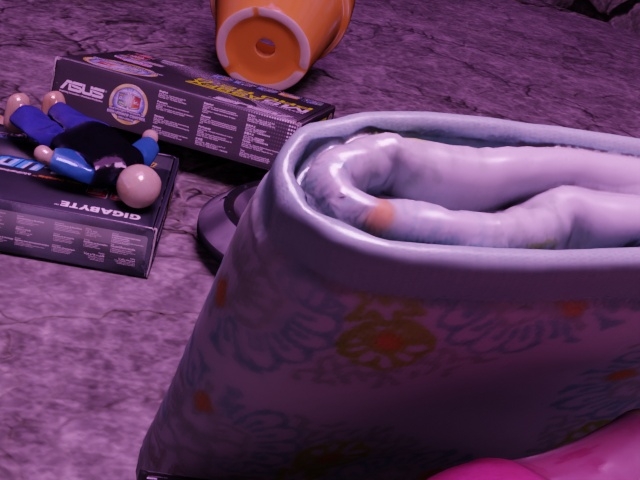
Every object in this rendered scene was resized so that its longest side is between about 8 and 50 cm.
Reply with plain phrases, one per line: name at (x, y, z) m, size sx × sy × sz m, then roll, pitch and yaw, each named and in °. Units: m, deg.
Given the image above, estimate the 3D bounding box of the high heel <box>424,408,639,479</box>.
high heel at (0.151, 0.247, 0.399) m, size 0.181 × 0.127 × 0.377 m, roll -18°, pitch 57°, yaw -27°

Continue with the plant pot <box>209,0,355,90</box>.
plant pot at (-0.063, -0.304, 1.496) m, size 0.205 × 0.205 × 0.188 m, roll 12°, pitch 40°, yaw 0°

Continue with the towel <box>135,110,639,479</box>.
towel at (0.112, 0.075, 0.586) m, size 0.375 × 0.320 × 0.090 m, roll 6°, pitch 52°, yaw -18°

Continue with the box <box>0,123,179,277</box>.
box at (-0.247, -0.044, 0.977) m, size 0.220 × 0.051 × 0.175 m, roll 11°, pitch 24°, yaw -5°

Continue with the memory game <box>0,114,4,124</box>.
memory game at (-0.421, -0.130, 1.130) m, size 0.186 × 0.012 × 0.186 m, roll 10°, pitch 24°, yaw -5°

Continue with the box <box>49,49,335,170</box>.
box at (-0.133, -0.149, 1.212) m, size 0.270 × 0.060 × 0.216 m, roll 16°, pitch 13°, yaw 8°

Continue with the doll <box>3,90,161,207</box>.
doll at (-0.201, -0.082, 0.963) m, size 0.129 × 0.046 × 0.189 m, roll -11°, pitch 33°, yaw -41°

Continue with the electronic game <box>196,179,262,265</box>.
electronic game at (0.000, 0.000, 1.004) m, size 0.229 × 0.048 × 0.229 m, roll 9°, pitch 24°, yaw -4°

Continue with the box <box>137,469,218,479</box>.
box at (-0.012, 0.196, 0.527) m, size 0.180 × 0.077 × 0.147 m, roll 9°, pitch 25°, yaw -8°
